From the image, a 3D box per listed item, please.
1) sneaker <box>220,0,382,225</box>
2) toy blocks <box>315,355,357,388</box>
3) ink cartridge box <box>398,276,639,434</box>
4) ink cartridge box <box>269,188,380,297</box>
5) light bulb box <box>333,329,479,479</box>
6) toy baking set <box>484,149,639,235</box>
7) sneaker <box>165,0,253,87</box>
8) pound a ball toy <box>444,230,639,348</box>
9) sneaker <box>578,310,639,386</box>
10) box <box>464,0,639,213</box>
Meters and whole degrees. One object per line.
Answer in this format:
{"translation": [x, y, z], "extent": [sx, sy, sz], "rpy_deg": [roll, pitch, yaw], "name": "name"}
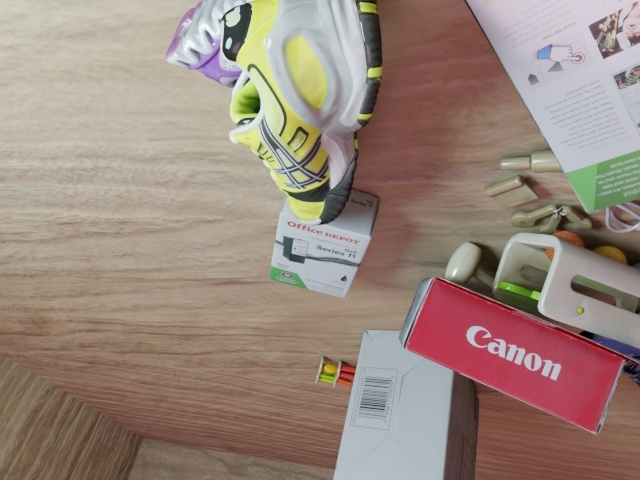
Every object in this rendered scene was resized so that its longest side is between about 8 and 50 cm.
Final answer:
{"translation": [-0.029, -0.139, 0.600], "extent": [0.147, 0.145, 0.385], "rpy_deg": [-2, 154, -5], "name": "sneaker"}
{"translation": [0.065, 0.375, 1.406], "extent": [0.148, 0.054, 0.123], "rpy_deg": [13, 145, 2], "name": "toy blocks"}
{"translation": [0.295, 0.175, 0.831], "extent": [0.309, 0.130, 0.272], "rpy_deg": [23, 177, 9], "name": "ink cartridge box"}
{"translation": [0.000, 0.000, 0.876], "extent": [0.153, 0.087, 0.208], "rpy_deg": [14, 144, -1], "name": "ink cartridge box"}
{"translation": [0.224, 0.450, 1.188], "extent": [0.225, 0.358, 0.361], "rpy_deg": [-2, 141, 25], "name": "light bulb box"}
{"translation": [0.366, -0.064, 0.705], "extent": [0.256, 0.030, 0.197], "rpy_deg": [-2, 150, 33], "name": "toy baking set"}
{"translation": [-0.068, -0.241, 0.571], "extent": [0.236, 0.095, 0.104], "rpy_deg": [-14, 143, 42], "name": "sneaker"}
{"translation": [0.391, 0.063, 0.809], "extent": [0.319, 0.136, 0.208], "rpy_deg": [19, 180, -14], "name": "pound a ball toy"}
{"translation": [0.627, 0.236, 0.926], "extent": [0.330, 0.147, 0.130], "rpy_deg": [20, 145, -5], "name": "sneaker"}
{"translation": [0.316, -0.181, 0.495], "extent": [0.232, 0.058, 0.322], "rpy_deg": [-18, 124, 40], "name": "box"}
